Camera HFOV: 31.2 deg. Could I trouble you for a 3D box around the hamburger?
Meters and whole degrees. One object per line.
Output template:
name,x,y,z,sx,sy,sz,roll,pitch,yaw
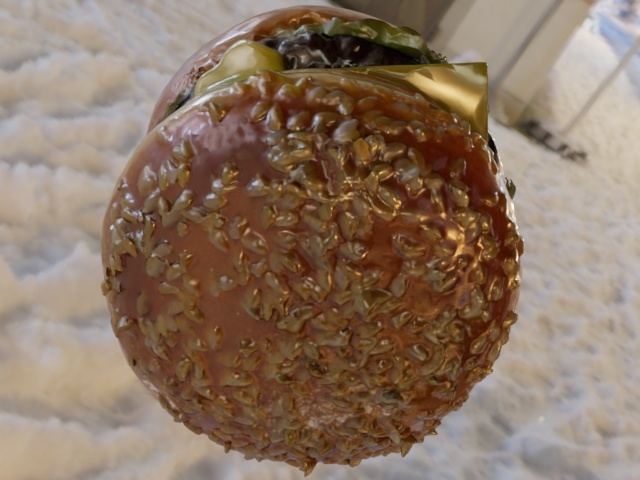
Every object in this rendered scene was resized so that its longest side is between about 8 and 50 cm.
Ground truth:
hamburger,0.000,0.000,0.750,0.291,0.291,0.225,29,21,-12
